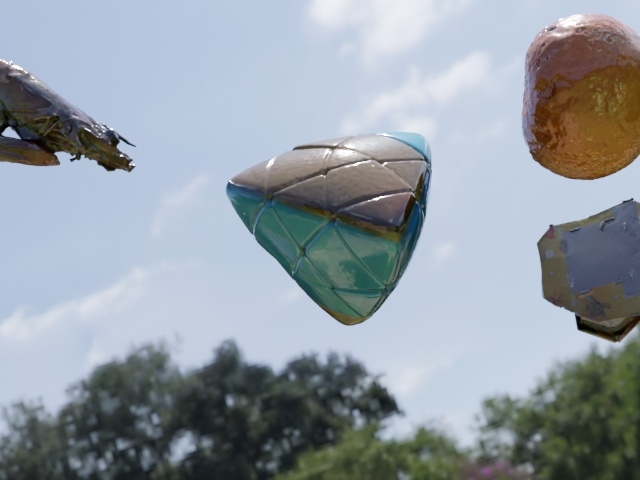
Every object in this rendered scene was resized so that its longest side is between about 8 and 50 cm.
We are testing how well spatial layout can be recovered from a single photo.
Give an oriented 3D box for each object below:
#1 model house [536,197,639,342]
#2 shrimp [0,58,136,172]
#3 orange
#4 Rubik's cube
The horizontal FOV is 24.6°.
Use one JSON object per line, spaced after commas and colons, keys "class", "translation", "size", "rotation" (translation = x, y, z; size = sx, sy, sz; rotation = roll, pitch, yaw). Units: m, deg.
{"class": "model house", "translation": [0.449, 0.071, 2.212], "size": [0.207, 0.219, 0.136], "rotation": [-18, -43, 16]}
{"class": "shrimp", "translation": [-0.359, -0.133, 1.755], "size": [0.152, 0.287, 0.063], "rotation": [-48, -23, -37]}
{"class": "orange", "translation": [0.313, -0.165, 1.695], "size": [0.161, 0.193, 0.193], "rotation": [5, -12, 11]}
{"class": "Rubik's cube", "translation": [0.000, 0.000, 1.686], "size": [0.254, 0.254, 0.254], "rotation": [-18, -15, -5]}
